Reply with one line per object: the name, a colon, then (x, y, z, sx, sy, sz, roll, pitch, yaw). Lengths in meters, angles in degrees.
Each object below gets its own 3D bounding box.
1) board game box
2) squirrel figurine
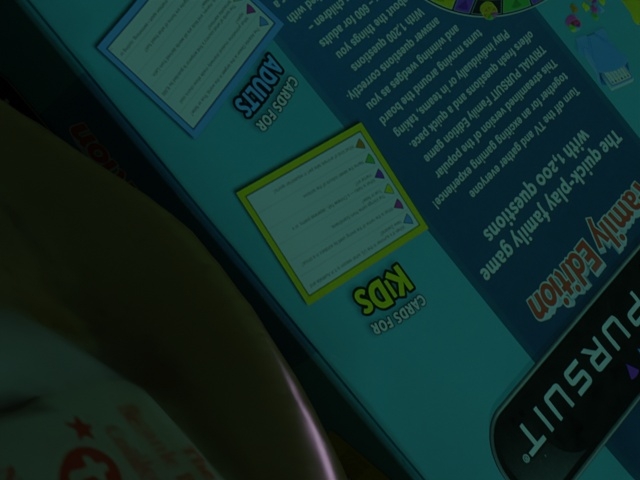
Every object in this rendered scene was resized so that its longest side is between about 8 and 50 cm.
board game box: (0.013, -0.058, 0.689, 0.254, 0.336, 0.079, -43, -174, -40)
squirrel figurine: (-0.113, 0.201, 0.515, 0.370, 0.397, 0.281, -54, -166, 29)
